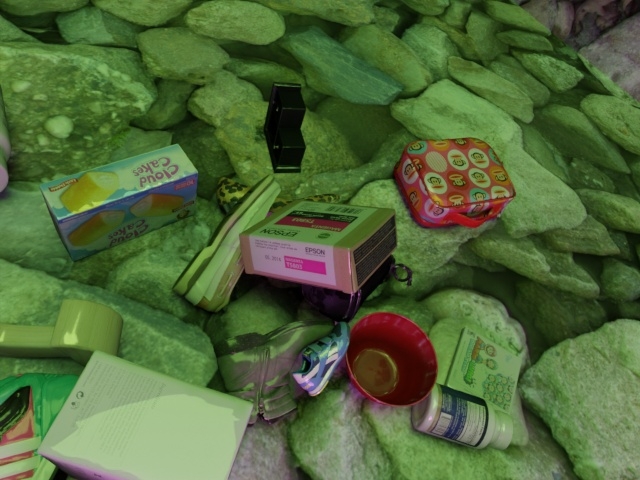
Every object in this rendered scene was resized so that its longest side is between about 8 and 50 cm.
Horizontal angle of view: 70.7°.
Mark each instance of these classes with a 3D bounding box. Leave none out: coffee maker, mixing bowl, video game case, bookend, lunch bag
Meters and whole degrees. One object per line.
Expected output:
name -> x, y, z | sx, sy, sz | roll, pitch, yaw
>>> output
coffee maker -> 0.075, 0.075, 0.903 | 0.171, 0.120, 0.178 | 3, 24, 28
mixing bowl -> 0.122, 0.240, 0.870 | 0.182, 0.098, 0.181 | 8, 54, -12
video game case -> 0.350, 0.282, 0.962 | 0.143, 0.019, 0.157 | 30, 53, 4
bookend -> -0.083, -0.278, 1.123 | 0.073, 0.156, 0.157 | -4, 59, -20
lunch bag -> 0.364, -0.145, 1.194 | 0.294, 0.120, 0.258 | -7, 60, -22

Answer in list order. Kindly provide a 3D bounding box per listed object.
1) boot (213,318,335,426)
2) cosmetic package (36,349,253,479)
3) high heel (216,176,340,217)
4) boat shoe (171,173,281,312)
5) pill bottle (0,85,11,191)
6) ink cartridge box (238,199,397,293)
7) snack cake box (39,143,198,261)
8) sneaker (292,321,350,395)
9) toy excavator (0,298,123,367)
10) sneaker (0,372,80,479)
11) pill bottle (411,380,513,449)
boot -> -0.070, 0.243, 0.837 | 0.247, 0.083, 0.161 | -10, 73, -25
cosmetic package -> -0.235, 0.290, 0.646 | 0.225, 0.224, 0.138 | 19, 53, -4
high heel -> -0.098, -0.108, 1.037 | 0.261, 0.093, 0.186 | -25, 73, -20
boat shoe -> -0.166, 0.005, 0.916 | 0.103, 0.113, 0.302 | 39, 77, -16
pill bottle -> -0.712, -0.226, 0.888 | 0.161, 0.160, 0.282 | -15, 62, -25
ink cartridge box -> 0.000, 0.000, 0.844 | 0.235, 0.088, 0.193 | 8, 27, 30
snack cake box -> -0.385, -0.077, 0.895 | 0.265, 0.152, 0.089 | -27, 69, -30
sneaker -> 0.004, 0.203, 0.811 | 0.059, 0.053, 0.144 | 38, 67, -12
toy excavator -> -0.602, 0.117, 0.672 | 0.433, 0.445, 0.222 | -17, 55, 21
sneaker -> -0.457, 0.314, 0.624 | 0.179, 0.123, 0.295 | 18, 53, -4
pill bottle -> 0.268, 0.336, 0.853 | 0.170, 0.094, 0.094 | 20, 53, -4
